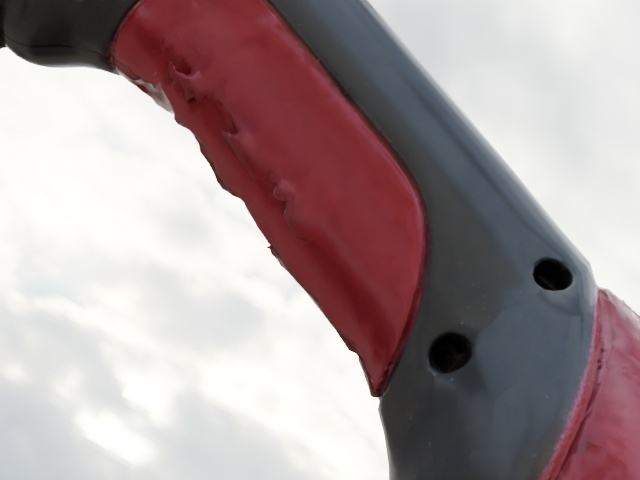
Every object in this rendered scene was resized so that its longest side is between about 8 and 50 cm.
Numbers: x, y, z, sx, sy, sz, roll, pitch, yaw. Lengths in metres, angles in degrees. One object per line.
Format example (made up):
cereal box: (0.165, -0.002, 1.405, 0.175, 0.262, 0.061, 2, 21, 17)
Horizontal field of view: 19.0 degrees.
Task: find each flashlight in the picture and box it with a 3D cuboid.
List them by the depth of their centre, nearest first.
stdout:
flashlight: (0.000, 0.000, 0.473, 0.304, 0.103, 0.103, 50, 22, 15)
